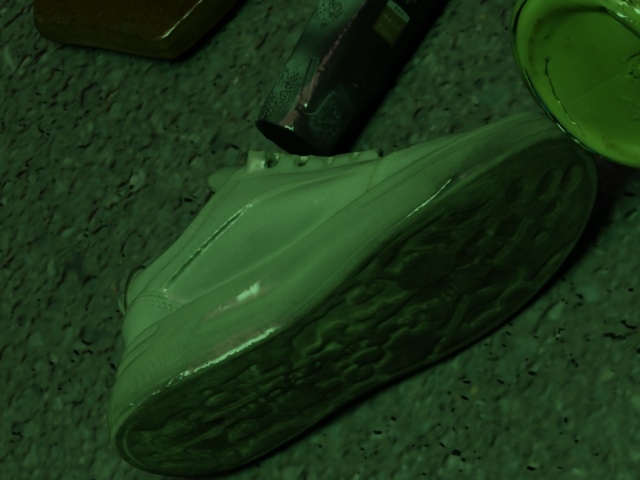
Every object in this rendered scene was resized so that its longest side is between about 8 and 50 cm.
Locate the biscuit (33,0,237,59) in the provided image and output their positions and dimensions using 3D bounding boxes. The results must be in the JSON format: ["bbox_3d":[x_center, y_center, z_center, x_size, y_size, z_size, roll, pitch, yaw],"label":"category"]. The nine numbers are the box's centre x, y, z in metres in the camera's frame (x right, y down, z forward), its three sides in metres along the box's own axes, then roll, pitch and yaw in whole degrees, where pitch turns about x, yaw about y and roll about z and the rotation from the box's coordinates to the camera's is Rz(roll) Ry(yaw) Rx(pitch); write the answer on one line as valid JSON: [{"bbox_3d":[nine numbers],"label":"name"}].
[{"bbox_3d":[-0.107,-0.226,1.248,0.182,0.034,0.215,13,70,33],"label":"biscuit"}]

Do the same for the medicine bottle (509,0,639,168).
[{"bbox_3d":[0.212,-0.147,0.932,0.124,0.124,0.239,24,53,36],"label":"medicine bottle"}]

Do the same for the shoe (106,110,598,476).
[{"bbox_3d":[0.000,0.000,1.022,0.316,0.124,0.159,-33,46,10],"label":"shoe"}]

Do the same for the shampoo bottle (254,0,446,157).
[{"bbox_3d":[0.033,-0.146,1.114,0.063,0.057,0.208,21,75,43],"label":"shampoo bottle"}]
